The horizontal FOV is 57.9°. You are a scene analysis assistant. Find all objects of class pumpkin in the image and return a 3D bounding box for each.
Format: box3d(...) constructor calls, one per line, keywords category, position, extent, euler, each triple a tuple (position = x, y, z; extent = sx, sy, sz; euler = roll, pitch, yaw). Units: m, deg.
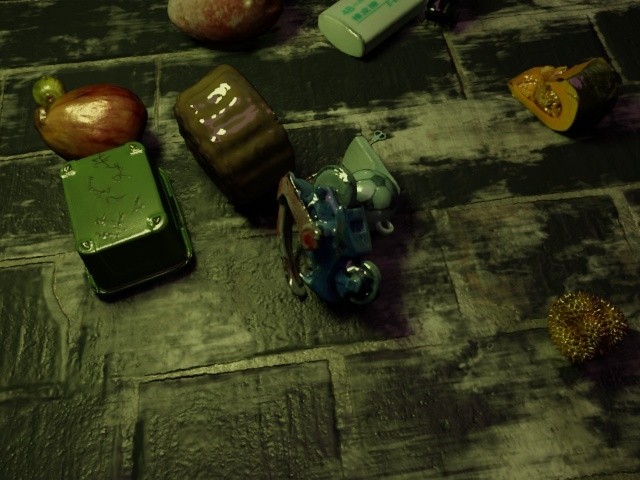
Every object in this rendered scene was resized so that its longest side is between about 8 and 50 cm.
box3d(category="pumpkin", position=(0.639, -0.417, 1.537), extent=(0.139, 0.190, 0.280), euler=(-29, 63, -13))

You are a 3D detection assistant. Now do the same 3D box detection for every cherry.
box3d(category="cherry", position=(-0.272, -0.741, 1.694), extent=(0.335, 0.291, 0.326), euler=(-9, 71, 20))

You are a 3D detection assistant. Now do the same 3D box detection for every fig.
box3d(category="fig", position=(-0.569, -0.288, 1.469), extent=(0.263, 0.224, 0.224), euler=(-24, 62, -15))
box3d(category="fig", position=(-0.770, -0.444, 1.649), extent=(0.093, 0.093, 0.166), euler=(-12, 56, -6))

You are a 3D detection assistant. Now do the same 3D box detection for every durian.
box3d(category="durian", position=(0.564, 0.183, 1.230), extent=(0.158, 0.137, 0.168), euler=(6, 44, -18))

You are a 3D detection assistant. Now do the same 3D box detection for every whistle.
box3d(category="whistle", position=(0.097, -0.123, 1.403), extent=(0.164, 0.163, 0.289), euler=(-23, 60, -12))

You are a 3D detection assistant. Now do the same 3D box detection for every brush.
box3d(category="brush", position=(-0.153, -0.638, 1.782), extent=(0.083, 0.021, 0.018), euler=(-21, 60, -4))

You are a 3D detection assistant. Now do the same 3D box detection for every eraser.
box3d(category="eraser", position=(0.154, -0.688, 1.759), extent=(0.189, 0.104, 0.290), euler=(37, 67, 24))

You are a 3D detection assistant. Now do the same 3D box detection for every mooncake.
box3d(category="mooncake", position=(-0.214, -0.242, 1.386), extent=(0.187, 0.324, 0.324), euler=(-34, 65, -11))

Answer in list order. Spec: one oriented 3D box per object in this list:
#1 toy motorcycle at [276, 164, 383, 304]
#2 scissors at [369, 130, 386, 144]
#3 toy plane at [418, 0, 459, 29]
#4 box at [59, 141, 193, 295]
box3d(category="toy motorcycle", position=(0.018, -0.003, 1.290), extent=(0.182, 0.241, 0.318), euler=(-11, 84, -24))
box3d(category="scissors", position=(0.141, -0.269, 1.569), extent=(0.083, 0.006, 0.036), euler=(-40, 64, -19))
box3d(category="toy plane", position=(0.395, -0.761, 1.770), extent=(0.107, 0.155, 0.381), euler=(21, 46, 14))
box3d(category="box", position=(-0.465, -0.064, 1.366), extent=(0.253, 0.177, 0.328), euler=(-20, 62, -12))
